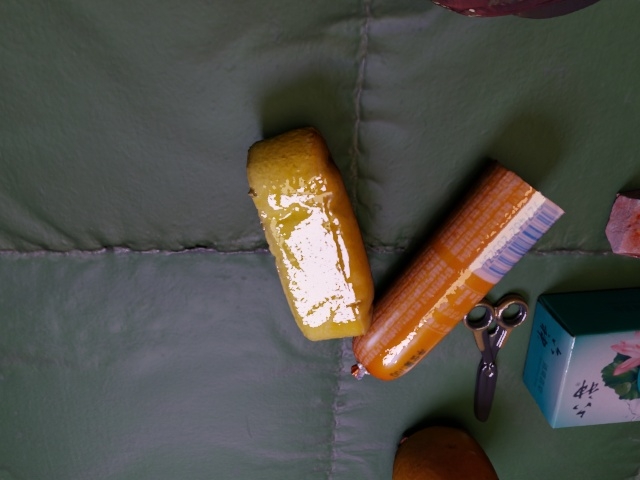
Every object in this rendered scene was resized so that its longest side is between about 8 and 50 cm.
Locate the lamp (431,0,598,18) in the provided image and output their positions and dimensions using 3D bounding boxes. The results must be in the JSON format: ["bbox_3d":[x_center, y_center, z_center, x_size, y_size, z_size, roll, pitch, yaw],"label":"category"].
[{"bbox_3d":[0.143,-0.275,0.340,0.246,0.247,0.247,-2,118,-4],"label":"lamp"}]

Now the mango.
[{"bbox_3d":[0.172,0.388,0.670,0.138,0.257,0.187,24,113,-16],"label":"mango"}]

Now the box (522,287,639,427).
[{"bbox_3d":[0.408,0.149,0.660,0.244,0.092,0.153,-5,118,-3],"label":"box"}]

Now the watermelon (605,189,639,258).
[{"bbox_3d":[0.382,-0.021,0.597,0.092,0.072,0.085,-7,112,-46],"label":"watermelon"}]

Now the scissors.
[{"bbox_3d":[0.231,0.170,0.698,0.087,0.017,0.220,-5,118,-3],"label":"scissors"}]

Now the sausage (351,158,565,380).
[{"bbox_3d":[0.135,0.057,0.590,0.093,0.093,0.312,30,111,-19],"label":"sausage"}]

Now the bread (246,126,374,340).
[{"bbox_3d":[0.000,0.000,0.545,0.094,0.102,0.246,-13,116,9],"label":"bread"}]
